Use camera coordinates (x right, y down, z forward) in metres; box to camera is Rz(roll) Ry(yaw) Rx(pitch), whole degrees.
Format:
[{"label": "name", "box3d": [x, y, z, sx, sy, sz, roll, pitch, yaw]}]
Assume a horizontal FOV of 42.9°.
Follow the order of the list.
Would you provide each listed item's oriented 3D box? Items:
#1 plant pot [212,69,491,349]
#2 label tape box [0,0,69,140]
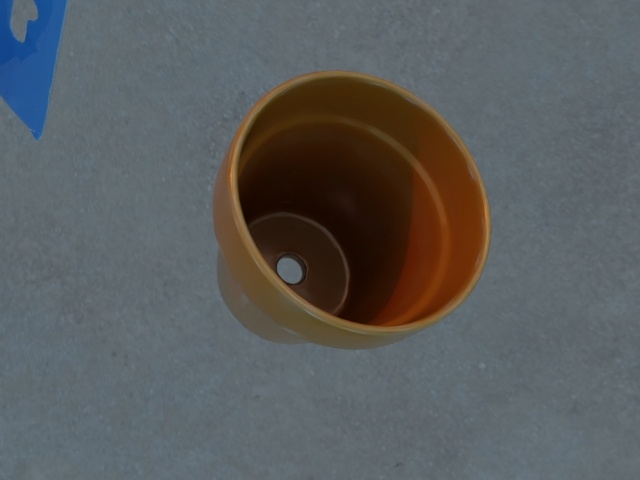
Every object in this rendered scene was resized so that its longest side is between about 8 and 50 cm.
[{"label": "plant pot", "box3d": [0.000, 0.000, 0.657, 0.205, 0.205, 0.188, 9, 156, -20]}, {"label": "label tape box", "box3d": [-0.339, -0.230, 0.557, 0.348, 0.249, 0.115, 42, 53, 3]}]
